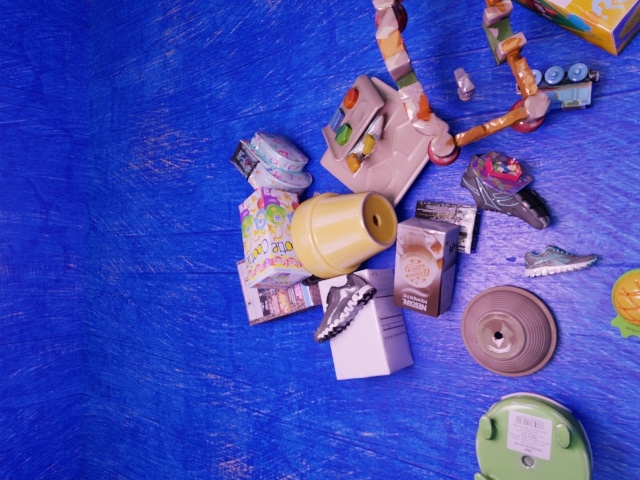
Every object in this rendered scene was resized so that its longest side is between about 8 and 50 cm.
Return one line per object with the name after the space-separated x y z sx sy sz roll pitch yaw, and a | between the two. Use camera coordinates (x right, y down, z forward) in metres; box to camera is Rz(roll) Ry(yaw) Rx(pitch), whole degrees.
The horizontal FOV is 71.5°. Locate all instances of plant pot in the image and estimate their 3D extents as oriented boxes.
0.469 0.234 1.136 0.237 0.110 0.237 -2 86 35 | plant pot
0.082 -0.033 1.289 0.239 0.254 0.254 -18 78 45 | plant pot

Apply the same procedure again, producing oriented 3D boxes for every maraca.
0.712 0.145 0.978 0.127 0.099 0.185 20 125 42 | maraca

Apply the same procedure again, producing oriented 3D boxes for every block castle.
0.331 -0.434 1.089 0.303 0.213 0.453 -22 90 17 | block castle

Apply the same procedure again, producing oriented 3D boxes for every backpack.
-0.152 -0.244 1.525 0.191 0.225 0.253 -47 67 30 | backpack

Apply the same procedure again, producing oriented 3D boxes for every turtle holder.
0.508 0.511 1.025 0.243 0.227 0.320 -31 72 29 | turtle holder

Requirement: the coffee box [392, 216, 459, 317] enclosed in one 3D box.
0.291 0.072 1.235 0.141 0.098 0.246 13 113 36 | coffee box

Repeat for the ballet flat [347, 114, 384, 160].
0.148 -0.298 1.336 0.052 0.057 0.168 41 117 4 | ballet flat

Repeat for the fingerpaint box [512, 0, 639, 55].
0.671 -0.718 0.994 0.371 0.163 0.444 48 115 28 | fingerpaint box

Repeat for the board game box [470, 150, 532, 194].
0.464 -0.185 1.121 0.133 0.169 0.033 44 142 22 | board game box

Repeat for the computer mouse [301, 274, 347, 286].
0.000 0.000 1.421 0.072 0.189 0.272 -24 76 53 | computer mouse

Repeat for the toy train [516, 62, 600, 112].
0.581 -0.371 1.099 0.184 0.080 0.105 5 97 35 | toy train

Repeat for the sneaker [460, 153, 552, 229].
0.480 -0.113 1.165 0.267 0.101 0.106 52 133 29 | sneaker

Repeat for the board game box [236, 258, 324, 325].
-0.122 0.143 1.537 0.291 0.141 0.232 -22 76 33 | board game box

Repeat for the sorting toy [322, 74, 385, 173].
0.097 -0.351 1.341 0.229 0.041 0.307 -50 35 29 | sorting toy

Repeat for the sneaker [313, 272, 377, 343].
0.050 0.184 1.241 0.234 0.078 0.106 -50 60 18 | sneaker

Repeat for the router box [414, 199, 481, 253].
0.354 -0.040 1.265 0.179 0.046 0.133 11 96 35 | router box

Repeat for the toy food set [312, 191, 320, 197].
0.022 -0.079 1.506 0.192 0.038 0.132 31 106 32 | toy food set

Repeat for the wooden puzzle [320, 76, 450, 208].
0.192 -0.288 1.376 0.348 0.080 0.322 46 113 32 | wooden puzzle

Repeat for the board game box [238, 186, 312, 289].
-0.142 -0.003 1.366 0.142 0.144 0.275 -32 61 43 | board game box

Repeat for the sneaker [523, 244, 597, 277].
0.582 0.044 1.093 0.167 0.065 0.076 -14 76 33 | sneaker

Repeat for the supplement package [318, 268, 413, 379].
0.136 0.246 1.329 0.178 0.175 0.292 -17 78 33 | supplement package
